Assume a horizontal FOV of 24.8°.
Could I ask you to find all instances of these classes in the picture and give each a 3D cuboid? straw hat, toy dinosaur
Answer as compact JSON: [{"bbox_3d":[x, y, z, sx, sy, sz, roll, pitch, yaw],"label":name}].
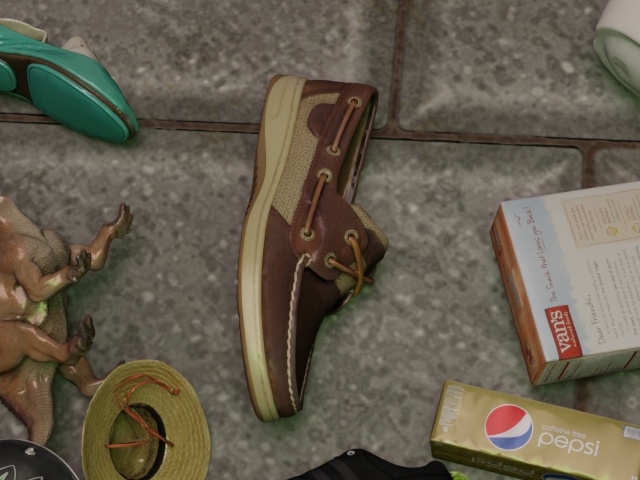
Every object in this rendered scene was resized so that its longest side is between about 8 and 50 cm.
[{"bbox_3d":[-0.168,0.178,1.284,0.061,0.144,0.144,-8,57,48],"label":"straw hat"},{"bbox_3d":[-0.284,0.060,1.326,0.200,0.127,0.295,-5,82,15],"label":"toy dinosaur"}]

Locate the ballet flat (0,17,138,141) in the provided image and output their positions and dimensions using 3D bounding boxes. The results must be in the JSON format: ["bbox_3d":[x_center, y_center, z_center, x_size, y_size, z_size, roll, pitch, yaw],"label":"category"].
[{"bbox_3d":[-0.279,-0.177,1.448,0.247,0.083,0.087,20,56,12],"label":"ballet flat"}]

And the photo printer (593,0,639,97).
[{"bbox_3d":[0.431,-0.188,1.359,0.256,0.107,0.307,-42,69,-12],"label":"photo printer"}]

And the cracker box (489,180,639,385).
[{"bbox_3d":[0.281,0.030,1.284,0.232,0.067,0.155,-8,65,-9],"label":"cracker box"}]

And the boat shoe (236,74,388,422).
[{"bbox_3d":[0.000,0.000,1.319,0.123,0.123,0.342,2,60,8],"label":"boat shoe"}]

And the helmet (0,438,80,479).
[{"bbox_3d":[-0.263,0.254,1.206,0.169,0.161,0.169,-2,67,5],"label":"helmet"}]

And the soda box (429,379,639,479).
[{"bbox_3d":[0.188,0.174,1.249,0.181,0.061,0.058,13,69,11],"label":"soda box"}]

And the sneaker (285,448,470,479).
[{"bbox_3d":[0.012,0.228,1.251,0.235,0.084,0.097,1,42,5],"label":"sneaker"}]
